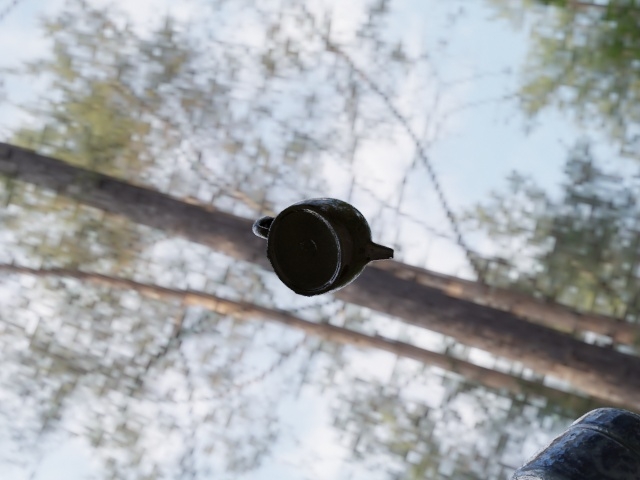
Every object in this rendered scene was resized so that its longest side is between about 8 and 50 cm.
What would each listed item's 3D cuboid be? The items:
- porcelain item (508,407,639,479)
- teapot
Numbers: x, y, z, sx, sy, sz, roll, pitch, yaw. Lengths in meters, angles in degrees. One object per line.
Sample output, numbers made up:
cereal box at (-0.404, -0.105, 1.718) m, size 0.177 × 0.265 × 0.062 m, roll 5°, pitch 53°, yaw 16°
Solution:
porcelain item at (0.237, 0.218, 1.465) m, size 0.114 × 0.147 × 0.147 m, roll -33°, pitch -60°, yaw -29°
teapot at (0.000, 0.000, 1.429) m, size 0.068 × 0.121 × 0.076 m, roll -19°, pitch -62°, yaw -54°
